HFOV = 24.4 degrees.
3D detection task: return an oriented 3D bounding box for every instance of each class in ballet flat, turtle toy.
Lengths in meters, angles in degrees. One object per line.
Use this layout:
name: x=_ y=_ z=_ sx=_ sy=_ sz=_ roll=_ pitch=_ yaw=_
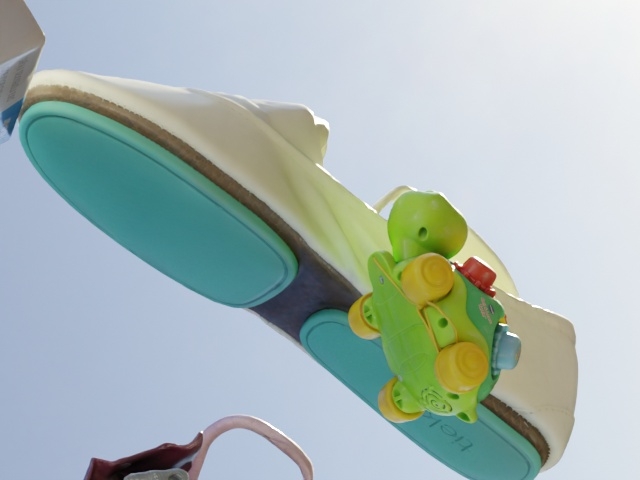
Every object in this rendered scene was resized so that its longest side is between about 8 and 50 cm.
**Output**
ballet flat: x=0.000 y=0.000 z=0.910 sx=0.400 sy=0.139 sz=0.139 roll=36 pitch=-132 yaw=-14
turtle toy: x=0.063 y=0.035 z=0.795 sx=0.066 sy=0.095 sz=0.130 roll=-13 pitch=-102 yaw=-27

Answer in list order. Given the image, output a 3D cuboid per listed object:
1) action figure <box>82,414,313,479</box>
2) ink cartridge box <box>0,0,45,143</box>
action figure: x=-0.224 y=0.339 z=1.619 sx=0.370 sy=0.248 sz=0.276 roll=-46 pitch=2 yaw=40
ink cartridge box: x=-0.298 y=-0.089 z=0.673 sx=0.197 sy=0.270 sz=0.198 roll=60 pitch=162 yaw=0
